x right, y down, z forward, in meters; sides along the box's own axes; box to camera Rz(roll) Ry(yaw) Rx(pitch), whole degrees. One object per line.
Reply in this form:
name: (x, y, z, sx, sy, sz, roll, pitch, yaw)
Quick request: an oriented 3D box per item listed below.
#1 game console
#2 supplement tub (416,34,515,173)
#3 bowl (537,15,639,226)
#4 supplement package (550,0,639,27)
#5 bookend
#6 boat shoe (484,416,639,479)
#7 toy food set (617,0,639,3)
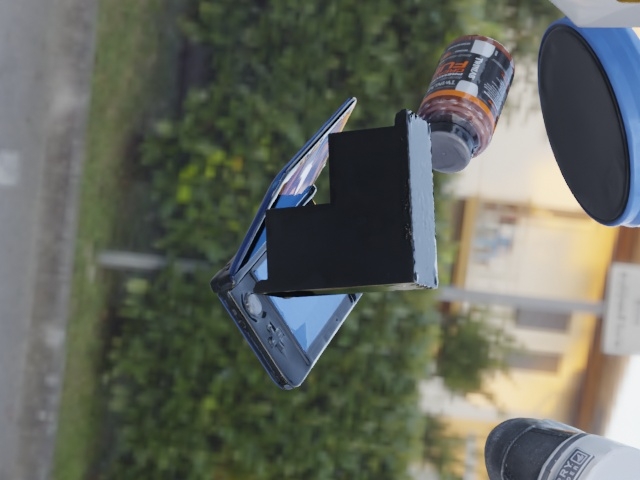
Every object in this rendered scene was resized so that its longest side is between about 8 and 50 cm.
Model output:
game console: (0.000, 0.000, 1.761, 0.250, 0.173, 0.293, 58, 31, -12)
supplement tub: (0.187, -0.177, 1.833, 0.106, 0.106, 0.198, 94, 14, -45)
bowl: (0.476, -0.206, 2.375, 0.391, 0.077, 0.391, 164, -90, -81)
supplement package: (0.477, -0.409, 1.962, 0.175, 0.293, 0.177, 23, 75, -55)
bookend: (0.021, -0.029, 1.283, 0.072, 0.157, 0.156, 16, 70, -68)
boat shoe: (0.212, 0.204, 0.966, 0.301, 0.102, 0.108, 36, 82, -42)
toy food set: (0.398, -0.325, 1.401, 0.104, 0.232, 0.111, 18, -46, 55)
